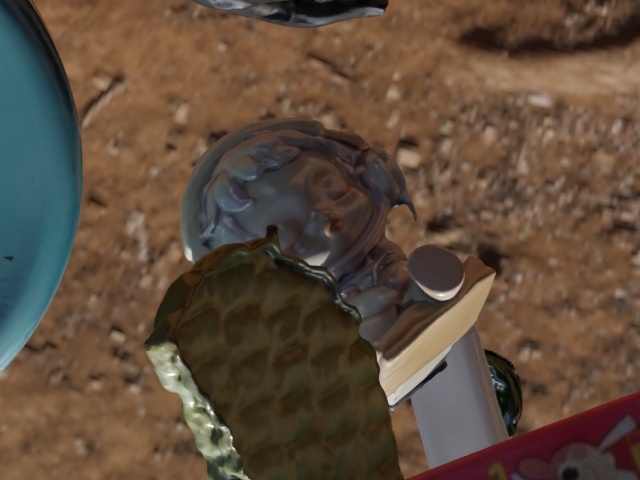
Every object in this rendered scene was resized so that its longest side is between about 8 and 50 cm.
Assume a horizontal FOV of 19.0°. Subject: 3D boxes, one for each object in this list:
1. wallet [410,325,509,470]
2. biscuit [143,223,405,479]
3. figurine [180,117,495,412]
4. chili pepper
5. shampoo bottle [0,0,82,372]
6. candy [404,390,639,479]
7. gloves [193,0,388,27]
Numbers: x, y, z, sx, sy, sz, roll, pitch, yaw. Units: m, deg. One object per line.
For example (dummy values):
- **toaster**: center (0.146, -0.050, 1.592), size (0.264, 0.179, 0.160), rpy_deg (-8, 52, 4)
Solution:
- **wallet**: center (0.110, 0.141, 1.493), size (0.124, 0.032, 0.182), rpy_deg (-26, 78, 66)
- **biscuit**: center (-0.009, 0.111, 1.087), size (0.036, 0.187, 0.273), rpy_deg (-10, 115, 30)
- **figurine**: center (0.000, 0.002, 1.294), size (0.237, 0.162, 0.141), rpy_deg (44, 158, 25)
- **chili pepper**: center (0.145, 0.129, 1.558), size (0.035, 0.055, 0.118), rpy_deg (32, 148, 37)
- **shampoo bottle**: center (-0.315, -0.074, 1.087), size (0.331, 0.342, 0.331), rpy_deg (-4, 106, -15)
- **candy**: center (0.172, 0.209, 1.341), size (0.306, 0.100, 0.157), rpy_deg (-23, 81, 23)
- **gloves**: center (-0.035, -0.220, 1.239), size (0.197, 0.301, 0.152), rpy_deg (-3, 87, 45)
